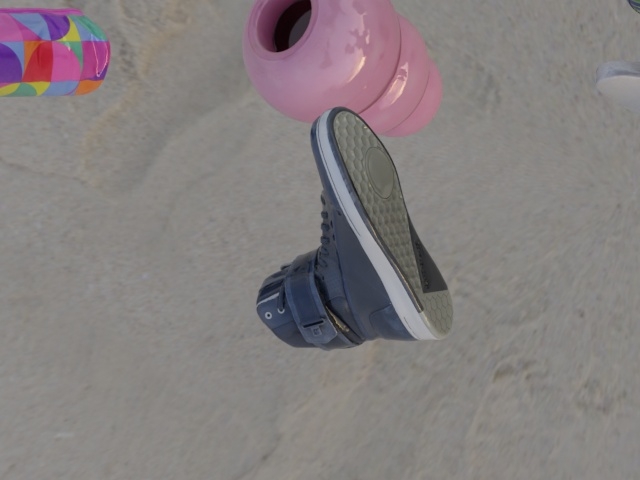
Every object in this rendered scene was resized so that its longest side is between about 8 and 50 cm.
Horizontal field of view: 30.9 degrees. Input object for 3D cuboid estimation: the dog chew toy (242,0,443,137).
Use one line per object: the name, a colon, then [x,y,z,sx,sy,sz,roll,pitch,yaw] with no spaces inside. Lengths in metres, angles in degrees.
dog chew toy: [0.048,-0.232,1.535,0.207,0.332,0.206,-11,71,33]

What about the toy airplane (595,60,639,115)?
toy airplane: [0.466,-0.226,1.153,0.384,0.386,0.272,15,78,22]

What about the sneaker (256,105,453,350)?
sneaker: [0.000,0.002,0.995,0.163,0.086,0.226,-10,117,32]

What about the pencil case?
pencil case: [-0.326,-0.195,1.184,0.104,0.236,0.104,5,99,33]

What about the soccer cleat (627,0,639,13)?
soccer cleat: [0.512,-0.368,1.429,0.289,0.121,0.093,-33,128,7]
